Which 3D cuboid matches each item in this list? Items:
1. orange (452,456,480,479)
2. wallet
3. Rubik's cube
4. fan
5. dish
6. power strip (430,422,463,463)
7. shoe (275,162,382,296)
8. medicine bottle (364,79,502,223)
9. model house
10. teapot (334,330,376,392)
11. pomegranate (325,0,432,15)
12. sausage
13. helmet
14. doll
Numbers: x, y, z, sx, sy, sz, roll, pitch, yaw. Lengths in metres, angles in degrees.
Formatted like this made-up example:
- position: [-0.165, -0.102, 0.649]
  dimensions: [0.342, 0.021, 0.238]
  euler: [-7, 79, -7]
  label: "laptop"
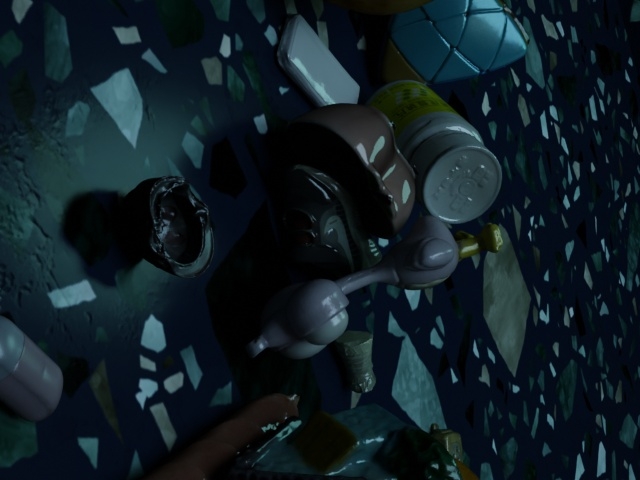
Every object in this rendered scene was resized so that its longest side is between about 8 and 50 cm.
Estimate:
- position: [0.149, 0.399, 1.561]
  dimensions: [0.206, 0.206, 0.206]
  euler: [20, 67, -56]
  label: "orange"
- position: [0.000, -0.242, 1.608]
  dimensions: [0.190, 0.033, 0.095]
  euler: [47, 47, -43]
  label: "wallet"
- position: [0.171, -0.354, 1.766]
  dimensions: [0.254, 0.254, 0.254]
  euler: [20, 67, -56]
  label: "Rubik's cube"
- position: [-0.314, 0.085, 0.988]
  dimensions: [0.244, 0.074, 0.130]
  euler: [58, 27, -43]
  label: "fan"
- position: [0.058, -0.110, 1.501]
  dimensions: [0.090, 0.213, 0.213]
  euler: [-42, 124, -19]
  label: "dish"
- position: [0.213, 0.452, 1.793]
  dimensions: [0.064, 0.044, 0.305]
  euler: [10, 75, -59]
  label: "power strip"
- position: [0.000, 0.000, 1.503]
  dimensions: [0.227, 0.099, 0.112]
  euler: [54, 52, -36]
  label: "shoe"
- position: [0.160, -0.133, 1.628]
  dimensions: [0.143, 0.143, 0.258]
  euler: [58, 0, -34]
  label: "medicine bottle"
- position: [-0.012, 0.348, 1.234]
  dimensions: [0.248, 0.230, 0.281]
  euler: [-9, 114, -37]
  label: "model house"
- position: [0.053, 0.175, 1.590]
  dimensions: [0.067, 0.057, 0.083]
  euler: [-93, 174, -76]
  label: "teapot"
- position: [0.084, -0.489, 1.516]
  dimensions: [0.342, 0.342, 0.342]
  euler: [20, 67, -56]
  label: "pomegranate"
- position: [-0.137, 0.266, 1.225]
  dimensions: [0.433, 0.088, 0.088]
  euler: [-26, 106, -57]
  label: "sausage"
- position: [-0.177, -0.016, 1.229]
  dimensions: [0.098, 0.070, 0.123]
  euler: [-58, 139, -39]
  label: "helmet"
- position: [0.059, 0.059, 1.422]
  dimensions: [0.365, 0.160, 0.094]
  euler: [-28, 92, -21]
  label: "doll"
